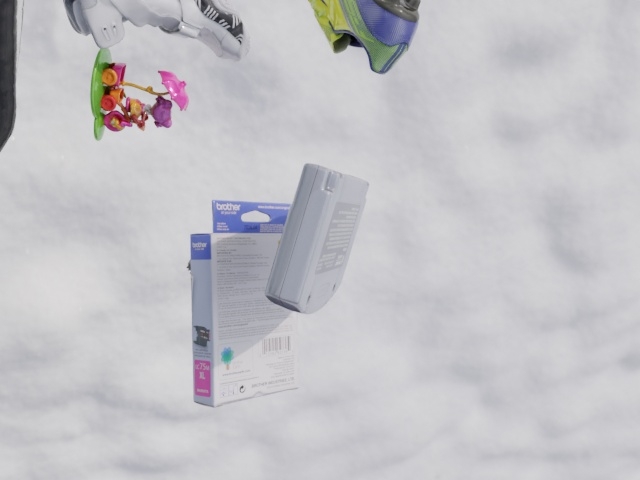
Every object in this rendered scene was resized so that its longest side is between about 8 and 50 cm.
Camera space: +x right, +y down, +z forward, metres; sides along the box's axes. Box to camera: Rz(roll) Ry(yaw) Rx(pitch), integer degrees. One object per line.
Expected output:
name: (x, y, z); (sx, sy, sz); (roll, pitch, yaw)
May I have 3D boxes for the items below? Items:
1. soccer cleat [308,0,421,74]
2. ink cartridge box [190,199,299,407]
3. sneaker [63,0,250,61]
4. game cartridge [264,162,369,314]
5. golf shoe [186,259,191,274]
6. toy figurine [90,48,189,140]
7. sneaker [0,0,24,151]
soccer cleat: (0.017, -0.323, 1.084); (0.093, 0.289, 0.121); (-1, 126, -42)
ink cartridge box: (-0.118, 0.093, 1.280); (0.186, 0.065, 0.310); (-1, 91, -48)
sneaker: (-0.288, -0.383, 1.345); (0.210, 0.137, 0.366); (-49, 134, -3)
game cartridge: (0.000, 0.000, 1.107); (0.062, 0.297, 0.198); (22, 95, 10)
golf shoe: (-0.184, 0.072, 1.563); (0.094, 0.198, 0.077); (-46, 141, 0)
toy figurine: (-0.318, -0.249, 1.445); (0.159, 0.130, 0.173); (9, 115, -3)
sneaker: (-0.325, -0.109, 0.493); (0.169, 0.257, 0.448); (16, 140, -44)
